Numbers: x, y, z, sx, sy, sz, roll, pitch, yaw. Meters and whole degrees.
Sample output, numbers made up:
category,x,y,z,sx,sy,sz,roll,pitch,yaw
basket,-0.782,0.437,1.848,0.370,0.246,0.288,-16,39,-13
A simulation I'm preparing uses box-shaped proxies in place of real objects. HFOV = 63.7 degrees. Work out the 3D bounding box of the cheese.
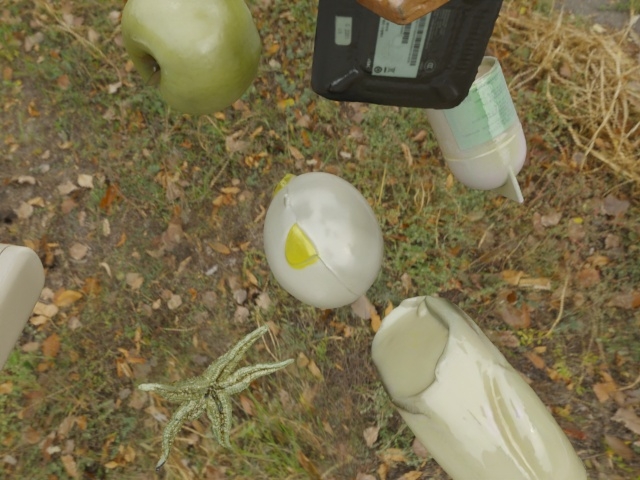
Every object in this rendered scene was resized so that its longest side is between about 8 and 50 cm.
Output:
category,x,y,z,sx,sy,sz,roll,pitch,yaw
cheese,0.169,0.187,0.598,0.127,0.266,0.233,-39,101,2

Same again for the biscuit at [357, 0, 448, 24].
category,x,y,z,sx,sy,sz,roll,pitch,yaw
biscuit,0.123,-0.329,0.544,0.283,0.043,0.307,5,60,31

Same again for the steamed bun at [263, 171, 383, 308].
category,x,y,z,sx,sy,sz,roll,pitch,yaw
steamed bun,0.005,-0.004,1.350,0.333,0.334,0.374,-16,40,-4

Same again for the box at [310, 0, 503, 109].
category,x,y,z,sx,sy,sz,roll,pitch,yaw
box,0.162,-0.414,1.017,0.349,0.359,0.091,1,53,-4

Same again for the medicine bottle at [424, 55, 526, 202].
category,x,y,z,sx,sy,sz,roll,pitch,yaw
medicine bottle,0.473,-0.303,1.524,0.235,0.406,0.236,-25,26,13

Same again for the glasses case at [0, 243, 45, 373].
category,x,y,z,sx,sy,sz,roll,pitch,yaw
glasses case,-0.364,0.093,0.558,0.050,0.083,0.197,5,49,1

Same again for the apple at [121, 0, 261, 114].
category,x,y,z,sx,sy,sz,roll,pitch,yaw
apple,-0.270,-0.423,1.111,0.292,0.292,0.254,41,69,20

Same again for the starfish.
category,x,y,z,sx,sy,sz,roll,pitch,yaw
starfish,-0.223,0.339,1.143,0.357,0.348,0.078,-14,33,-34
